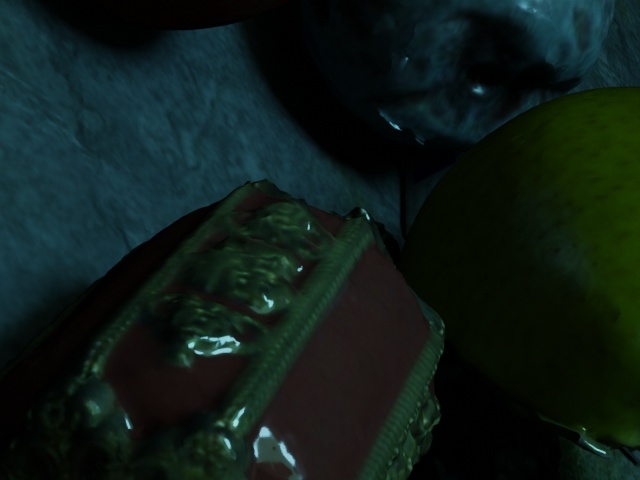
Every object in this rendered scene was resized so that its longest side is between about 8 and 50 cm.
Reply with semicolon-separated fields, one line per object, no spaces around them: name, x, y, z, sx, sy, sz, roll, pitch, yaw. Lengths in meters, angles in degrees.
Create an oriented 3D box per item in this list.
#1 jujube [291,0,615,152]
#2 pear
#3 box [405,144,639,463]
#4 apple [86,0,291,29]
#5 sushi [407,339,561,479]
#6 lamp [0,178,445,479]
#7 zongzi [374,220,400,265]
jujube;0.101;-0.217;1.022;0.246;0.215;0.308;9;44;-18
pear;0.234;0.016;0.841;0.340;0.191;0.386;25;11;0
box;0.200;0.018;1.155;0.343;0.065;0.200;43;32;-29
apple;-0.074;-0.235;0.797;0.218;0.201;0.218;44;29;-32
sushi;0.129;0.153;0.924;0.219;0.047;0.231;43;32;-29
lamp;-0.044;0.082;0.582;0.177;0.177;0.274;55;30;-9
zongzi;0.000;0.000;0.853;0.119;0.055;0.109;44;30;-17
